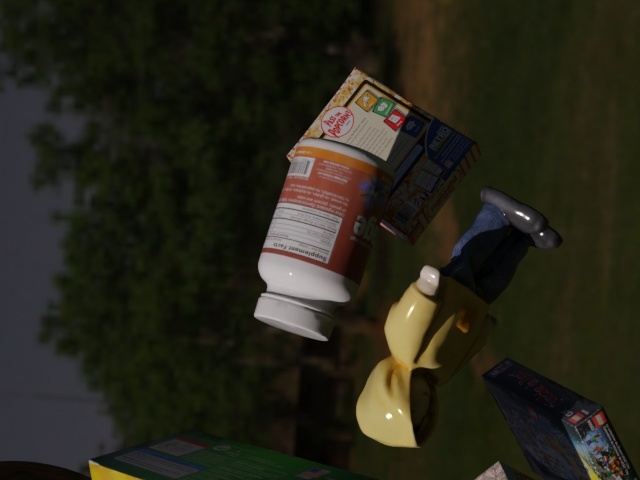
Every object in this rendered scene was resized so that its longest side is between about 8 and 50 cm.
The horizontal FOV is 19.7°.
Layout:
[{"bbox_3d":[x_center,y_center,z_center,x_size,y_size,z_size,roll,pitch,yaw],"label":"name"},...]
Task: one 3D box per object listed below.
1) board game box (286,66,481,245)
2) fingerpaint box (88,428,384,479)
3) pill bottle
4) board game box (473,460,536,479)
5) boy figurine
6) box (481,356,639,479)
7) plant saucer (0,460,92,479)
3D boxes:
[{"bbox_3d":[0.078,-0.106,2.281,0.147,0.193,0.045,-52,-23,-7],"label":"board game box"},{"bbox_3d":[-0.075,0.439,2.132,0.445,0.163,0.371,3,105,58],"label":"fingerpaint box"},{"bbox_3d":[0.000,0.000,2.118,0.121,0.121,0.216,77,-149,-81],"label":"pill bottle"},{"bbox_3d":[0.297,0.501,2.844,0.291,0.232,0.141,32,-153,-42],"label":"board game box"},{"bbox_3d":[0.130,0.082,1.892,0.285,0.092,0.177,-56,-32,-9],"label":"boy figurine"},{"bbox_3d":[0.298,0.243,2.232,0.159,0.044,0.233,62,166,-21],"label":"box"},{"bbox_3d":[-0.379,0.365,2.490,0.278,0.278,0.041,-76,1,-75],"label":"plant saucer"}]
